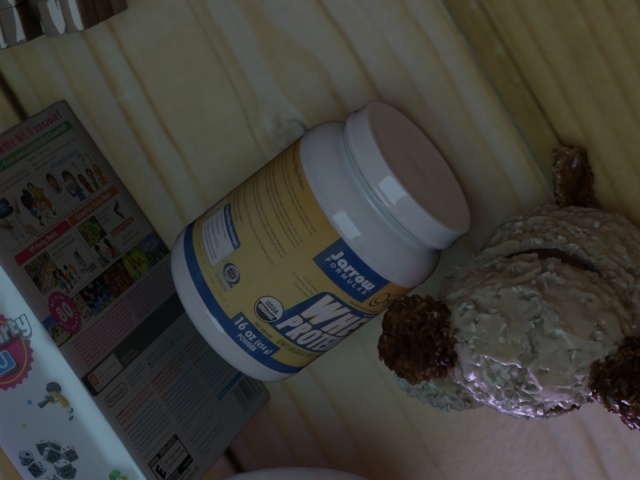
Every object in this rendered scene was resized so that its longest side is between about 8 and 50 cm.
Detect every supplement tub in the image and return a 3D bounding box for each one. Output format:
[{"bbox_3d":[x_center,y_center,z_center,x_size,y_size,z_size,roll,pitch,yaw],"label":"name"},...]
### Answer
[{"bbox_3d":[0.000,0.000,1.420,0.199,0.144,0.144,-37,94,23],"label":"supplement tub"}]

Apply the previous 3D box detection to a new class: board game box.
[{"bbox_3d":[-0.193,0.061,1.452,0.097,0.224,0.303,-31,96,24],"label":"board game box"}]

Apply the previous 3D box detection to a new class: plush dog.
[{"bbox_3d":[0.167,0.056,1.347,0.262,0.225,0.211,7,108,14],"label":"plush dog"}]

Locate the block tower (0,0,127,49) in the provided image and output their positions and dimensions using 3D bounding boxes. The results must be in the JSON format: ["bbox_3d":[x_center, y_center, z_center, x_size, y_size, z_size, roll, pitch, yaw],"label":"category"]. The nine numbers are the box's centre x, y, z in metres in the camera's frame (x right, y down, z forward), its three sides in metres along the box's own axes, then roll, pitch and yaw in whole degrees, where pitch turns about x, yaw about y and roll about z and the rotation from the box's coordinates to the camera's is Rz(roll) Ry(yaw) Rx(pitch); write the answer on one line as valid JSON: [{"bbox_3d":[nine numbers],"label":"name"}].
[{"bbox_3d":[-0.316,-0.187,1.480,0.335,0.097,0.091,-10,103,19],"label":"block tower"}]

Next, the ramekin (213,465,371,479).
[{"bbox_3d":[-0.036,0.297,1.464,0.277,0.135,0.277,-9,140,-8],"label":"ramekin"}]
